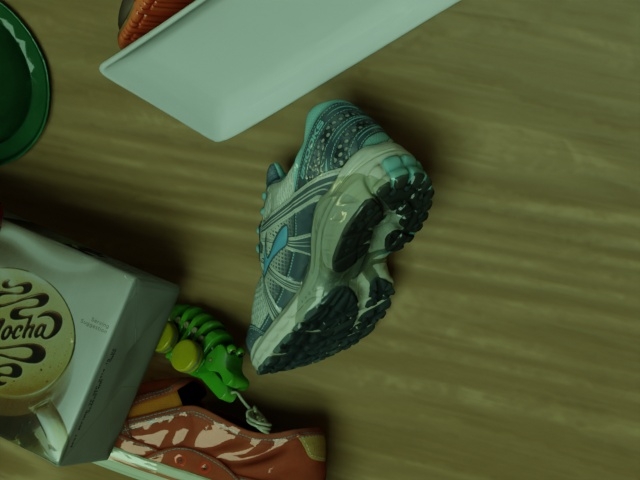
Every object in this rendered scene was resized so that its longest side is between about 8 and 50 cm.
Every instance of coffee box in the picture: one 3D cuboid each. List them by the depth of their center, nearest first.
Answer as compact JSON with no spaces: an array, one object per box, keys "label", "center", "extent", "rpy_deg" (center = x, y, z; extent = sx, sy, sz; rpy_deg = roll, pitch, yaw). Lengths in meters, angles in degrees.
[{"label":"coffee box","center":[-0.295,0.054,1.298],"extent":[0.297,0.119,0.168],"rpy_deg":[24,90,15]}]

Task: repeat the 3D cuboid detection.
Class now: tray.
[{"label":"tray","center":[-0.027,-0.171,1.163],"extent":[0.270,0.030,0.145],"rpy_deg":[-28,143,29]}]

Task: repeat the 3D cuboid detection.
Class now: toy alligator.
[{"label":"toy alligator","center":[-0.090,0.099,1.310],"extent":[0.190,0.056,0.051],"rpy_deg":[33,94,42]}]

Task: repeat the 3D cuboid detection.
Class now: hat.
[{"label":"hat","center":[-0.332,-0.107,1.246],"extent":[0.209,0.183,0.173],"rpy_deg":[-8,111,23]}]

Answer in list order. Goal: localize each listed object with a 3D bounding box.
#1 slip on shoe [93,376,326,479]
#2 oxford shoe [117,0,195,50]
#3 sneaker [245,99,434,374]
[{"label":"slip on shoe","center":[-0.142,0.167,1.369],"extent":[0.331,0.123,0.101],"rpy_deg":[16,85,19]},{"label":"oxford shoe","center":[-0.086,-0.249,1.160],"extent":[0.271,0.097,0.098],"rpy_deg":[-47,60,38]},{"label":"sneaker","center":[0.000,0.000,1.242],"extent":[0.122,0.110,0.283],"rpy_deg":[58,141,27]}]
